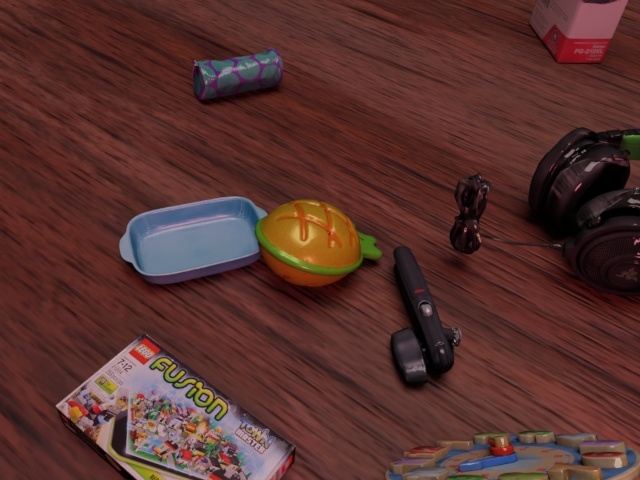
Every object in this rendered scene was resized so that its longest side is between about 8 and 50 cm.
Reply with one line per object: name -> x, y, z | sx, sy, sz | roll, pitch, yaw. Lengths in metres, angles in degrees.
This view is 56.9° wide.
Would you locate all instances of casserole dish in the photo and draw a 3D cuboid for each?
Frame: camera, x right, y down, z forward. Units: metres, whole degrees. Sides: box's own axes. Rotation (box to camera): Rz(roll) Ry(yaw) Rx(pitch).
casserole dish -> -0.154, 0.002, 0.747 | 0.188, 0.037, 0.114 | -12, 48, -17

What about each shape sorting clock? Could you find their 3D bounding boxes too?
shape sorting clock -> 0.156, 0.186, 0.498 | 0.206, 0.206, 0.040 | -8, 79, -13

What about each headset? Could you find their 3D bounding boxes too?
headset -> 0.356, -0.054, 0.743 | 0.394, 0.185, 0.243 | -13, 47, -2

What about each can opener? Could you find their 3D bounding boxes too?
can opener -> 0.113, 0.076, 0.683 | 0.073, 0.059, 0.186 | -1, 47, -6

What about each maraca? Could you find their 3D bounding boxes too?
maraca -> 0.000, 0.000, 0.725 | 0.127, 0.099, 0.185 | 41, 29, 27

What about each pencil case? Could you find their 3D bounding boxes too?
pencil case -> -0.141, -0.286, 1.006 | 0.151, 0.064, 0.070 | -16, 66, -20

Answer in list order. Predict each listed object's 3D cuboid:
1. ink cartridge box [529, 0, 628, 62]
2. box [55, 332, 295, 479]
ink cartridge box -> 0.515, -0.495, 1.147 | 0.100, 0.237, 0.172 | -2, 46, -7
box -> -0.139, 0.187, 0.569 | 0.207, 0.036, 0.114 | 29, 50, 22
